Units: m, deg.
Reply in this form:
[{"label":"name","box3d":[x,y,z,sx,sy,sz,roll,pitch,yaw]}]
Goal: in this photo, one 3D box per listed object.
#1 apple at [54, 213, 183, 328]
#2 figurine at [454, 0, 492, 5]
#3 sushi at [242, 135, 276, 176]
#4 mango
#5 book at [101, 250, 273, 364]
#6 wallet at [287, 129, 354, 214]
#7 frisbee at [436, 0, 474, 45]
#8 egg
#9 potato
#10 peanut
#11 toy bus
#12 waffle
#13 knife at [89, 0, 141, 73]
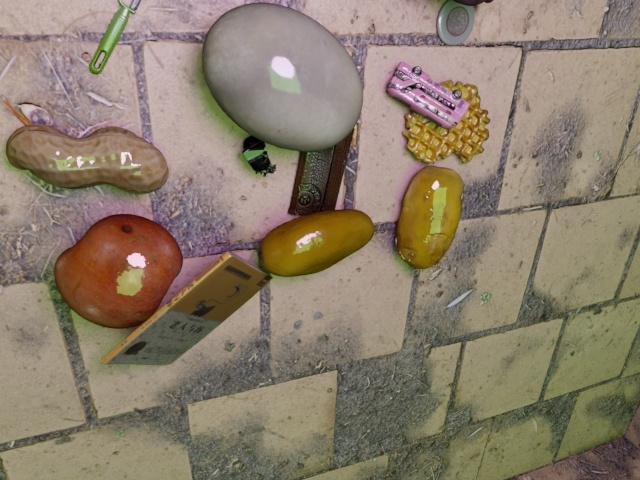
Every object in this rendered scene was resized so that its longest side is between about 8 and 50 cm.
[{"label":"apple","box3d":[-0.436,0.060,0.979,0.253,0.253,0.253,-9,118,-18]},{"label":"figurine","box3d":[0.371,-0.626,0.921,0.365,0.206,0.218,-34,156,-25]},{"label":"sushi","box3d":[-0.147,-0.195,1.053,0.056,0.083,0.085,-32,124,-5]},{"label":"mango","box3d":[-0.001,-0.002,1.159,0.331,0.142,0.195,-22,165,-16]},{"label":"book","box3d":[-0.315,0.185,1.129,0.389,0.032,0.269,-41,158,3]},{"label":"wallet","box3d":[0.003,-0.175,1.150,0.133,0.039,0.243,1,117,-27]},{"label":"frisbee","box3d":[0.336,-0.542,1.113,0.110,0.014,0.110,-9,118,-18]},{"label":"egg","box3d":[-0.069,-0.324,0.918,0.352,0.258,0.258,29,102,-31]},{"label":"potato","box3d":[0.309,-0.061,1.273,0.173,0.140,0.300,4,108,-16]},{"label":"peanut","box3d":[-0.466,-0.169,0.918,0.298,0.120,0.136,2,91,-22]},{"label":"toy bus","box3d":[0.263,-0.354,1.105,0.203,0.063,0.090,31,94,-5]},{"label":"waffle","box3d":[0.340,-0.299,1.214,0.253,0.056,0.249,-32,121,-6]},{"label":"knife","box3d":[-0.403,-0.424,0.872,0.054,0.015,0.212,26,103,-30]}]
